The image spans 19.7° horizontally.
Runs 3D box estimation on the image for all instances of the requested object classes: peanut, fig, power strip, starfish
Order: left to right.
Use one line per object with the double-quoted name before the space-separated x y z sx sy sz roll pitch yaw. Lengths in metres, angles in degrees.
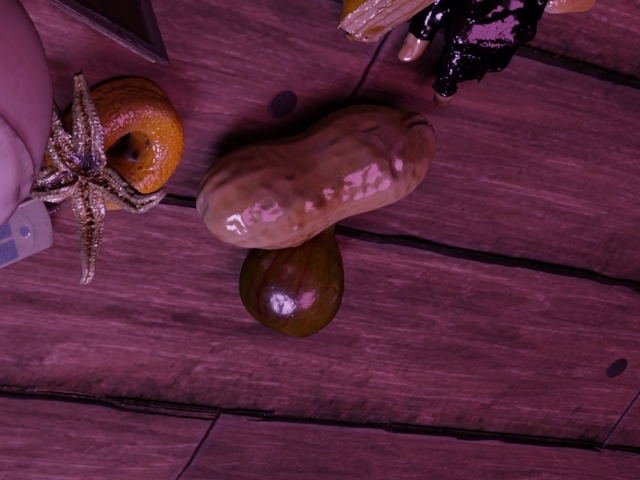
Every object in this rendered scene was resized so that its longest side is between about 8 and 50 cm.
"power strip" -0.367 0.006 1.921 0.227 0.029 0.080 -24 137 -16
"starfish" -0.249 -0.066 1.850 0.050 0.217 0.223 -23 111 -69
"peanut" -0.001 -0.071 2.041 0.290 0.130 0.130 -22 136 -17
"fig" 0.000 0.000 2.124 0.124 0.124 0.236 30 94 -47

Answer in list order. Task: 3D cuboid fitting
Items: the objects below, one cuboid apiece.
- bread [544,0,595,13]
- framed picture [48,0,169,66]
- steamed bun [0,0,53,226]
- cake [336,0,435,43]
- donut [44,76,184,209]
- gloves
"bread" 0.287 -0.301 2.106 0.070 0.035 0.083 -13 126 -27
"framed picture" -0.259 -0.285 1.593 0.019 0.232 0.296 -36 141 23
"steamed bun" -0.411 -0.148 1.567 0.375 0.241 0.374 -1 155 0
"cake" 0.088 -0.299 1.966 0.080 0.116 0.185 17 147 -39
"donut" -0.210 -0.095 1.923 0.152 0.058 0.152 -20 134 -22
"gloves" 0.168 -0.217 2.043 0.129 0.106 0.180 -8 127 -33
